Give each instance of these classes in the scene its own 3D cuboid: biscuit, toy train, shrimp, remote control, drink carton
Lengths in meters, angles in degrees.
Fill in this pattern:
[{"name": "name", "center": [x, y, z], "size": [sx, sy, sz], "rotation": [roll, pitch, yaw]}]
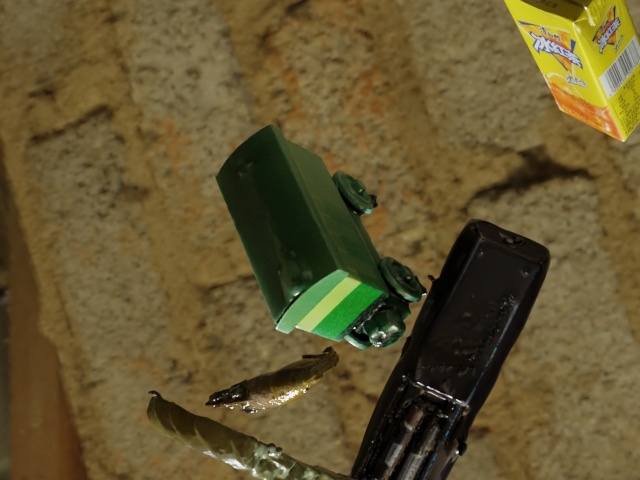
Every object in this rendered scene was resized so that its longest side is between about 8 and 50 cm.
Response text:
[{"name": "biscuit", "center": [-0.074, 0.199, 1.195], "size": [0.273, 0.187, 0.036], "rotation": [36, -105, -52]}, {"name": "toy train", "center": [0.000, 0.000, 1.542], "size": [0.202, 0.120, 0.301], "rotation": [25, -150, -42]}, {"name": "shrimp", "center": [-0.066, 0.222, 1.885], "size": [0.117, 0.262, 0.066], "rotation": [-23, -88, -41]}, {"name": "remote control", "center": [0.159, 0.169, 1.611], "size": [0.144, 0.399, 0.062], "rotation": [23, -171, -8]}, {"name": "drink carton", "center": [0.417, -0.311, 1.998], "size": [0.154, 0.111, 0.351], "rotation": [35, 174, 36]}]
